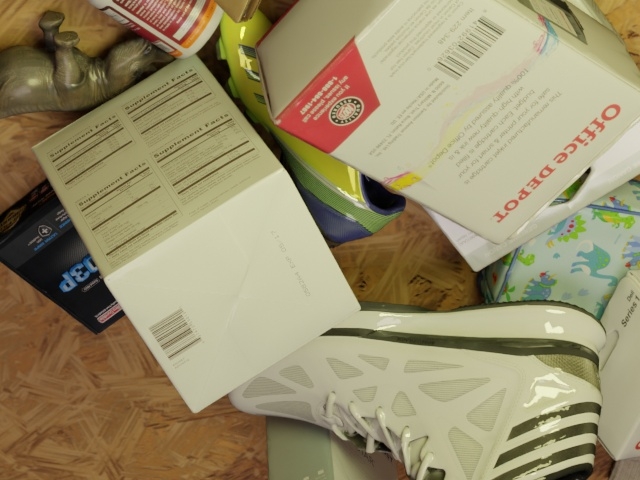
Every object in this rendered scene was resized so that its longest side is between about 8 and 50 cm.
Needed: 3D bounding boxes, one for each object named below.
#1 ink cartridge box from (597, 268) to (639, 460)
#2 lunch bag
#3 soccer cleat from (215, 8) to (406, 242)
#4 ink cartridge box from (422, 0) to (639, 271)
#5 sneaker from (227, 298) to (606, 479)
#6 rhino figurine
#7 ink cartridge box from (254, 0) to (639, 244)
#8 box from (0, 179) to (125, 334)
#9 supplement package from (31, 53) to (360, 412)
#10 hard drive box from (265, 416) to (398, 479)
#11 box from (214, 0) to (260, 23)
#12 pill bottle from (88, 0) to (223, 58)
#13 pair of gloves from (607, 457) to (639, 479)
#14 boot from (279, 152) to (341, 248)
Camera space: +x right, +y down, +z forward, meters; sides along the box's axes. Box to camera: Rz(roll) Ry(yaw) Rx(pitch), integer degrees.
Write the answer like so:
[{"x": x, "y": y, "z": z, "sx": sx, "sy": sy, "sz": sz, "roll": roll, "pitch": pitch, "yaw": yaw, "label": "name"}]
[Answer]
[{"x": 0.448, "y": 0.130, "z": 2.012, "sx": 0.278, "sy": 0.117, "sz": 0.201, "roll": -5, "pitch": 133, "yaw": -29, "label": "ink cartridge box"}, {"x": 0.286, "y": 0.022, "z": 1.985, "sx": 0.176, "sy": 0.090, "sz": 0.219, "roll": 10, "pitch": 128, "yaw": -11, "label": "lunch bag"}, {"x": -0.007, "y": -0.130, "z": 1.805, "sx": 0.121, "sy": 0.093, "sz": 0.289, "roll": -19, "pitch": 112, "yaw": 24, "label": "soccer cleat"}, {"x": 0.204, "y": -0.128, "z": 1.849, "sx": 0.275, "sy": 0.060, "sz": 0.239, "roll": -32, "pitch": 115, "yaw": 20, "label": "ink cartridge box"}, {"x": 0.089, "y": 0.212, "z": 1.940, "sx": 0.447, "sy": 0.257, "sz": 0.169, "roll": -6, "pitch": 150, "yaw": 20, "label": "sneaker"}, {"x": -0.265, "y": -0.174, "z": 1.793, "sx": 0.243, "sy": 0.073, "sz": 0.106, "roll": -4, "pitch": 130, "yaw": -8, "label": "rhino figurine"}, {"x": 0.126, "y": -0.157, "z": 1.679, "sx": 0.306, "sy": 0.131, "sz": 0.226, "roll": 26, "pitch": 121, "yaw": -36, "label": "ink cartridge box"}, {"x": -0.229, "y": -0.012, "z": 1.942, "sx": 0.220, "sy": 0.051, "sz": 0.175, "roll": -34, "pitch": 124, "yaw": 21, "label": "box"}, {"x": -0.126, "y": -0.013, "z": 1.743, "sx": 0.198, "sy": 0.263, "sz": 0.199, "roll": -32, "pitch": 129, "yaw": -4, "label": "supplement package"}, {"x": 0.019, "y": 0.305, "z": 2.106, "sx": 0.089, "sy": 0.232, "sz": 0.181, "roll": -28, "pitch": 127, "yaw": 17, "label": "hard drive box"}, {"x": -0.099, "y": -0.325, "z": 1.618, "sx": 0.021, "sy": 0.201, "sz": 0.164, "roll": -15, "pitch": 144, "yaw": -45, "label": "box"}, {"x": -0.175, "y": -0.250, "z": 1.728, "sx": 0.152, "sy": 0.086, "sz": 0.086, "roll": 31, "pitch": 121, "yaw": -26, "label": "pill bottle"}, {"x": 0.347, "y": 0.239, "z": 2.201, "sx": 0.240, "sy": 0.042, "sz": 0.204, "roll": 9, "pitch": 128, "yaw": -11, "label": "pair of gloves"}, {"x": 0.000, "y": 0.000, "z": 1.951, "sx": 0.106, "sy": 0.082, "sz": 0.219, "roll": 3, "pitch": 127, "yaw": -4, "label": "boot"}]
